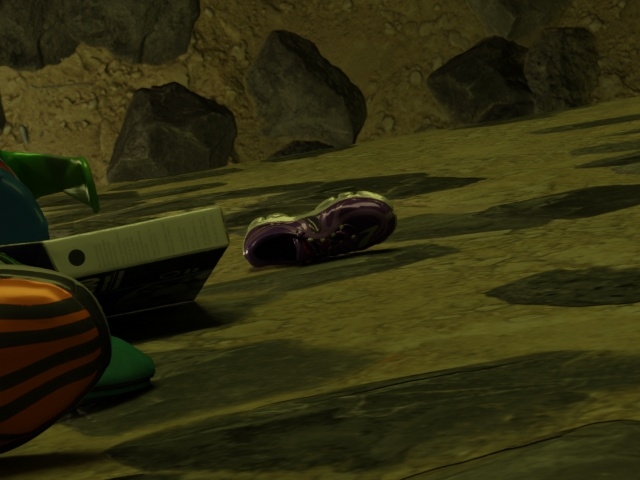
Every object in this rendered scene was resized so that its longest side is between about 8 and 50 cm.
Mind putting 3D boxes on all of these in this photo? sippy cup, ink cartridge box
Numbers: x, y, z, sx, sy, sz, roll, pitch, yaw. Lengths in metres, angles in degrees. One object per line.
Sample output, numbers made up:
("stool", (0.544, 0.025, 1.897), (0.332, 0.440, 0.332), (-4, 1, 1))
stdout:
("sippy cup", (-0.385, -0.009, 1.759), (0.305, 0.240, 0.224), (-53, 31, -9))
("ink cartridge box", (-0.201, 0.032, 1.586), (0.208, 0.045, 0.206), (-10, -13, -15))

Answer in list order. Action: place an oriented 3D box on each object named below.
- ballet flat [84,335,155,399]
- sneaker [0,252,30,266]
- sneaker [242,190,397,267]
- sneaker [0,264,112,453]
("ballet flat", (-0.219, 0.085, 1.227), (0.247, 0.087, 0.083), (-14, 8, -41))
("sneaker", (-0.326, 0.067, 1.480), (0.146, 0.134, 0.343), (9, -2, -29))
("sneaker", (0.000, 0.000, 1.865), (0.170, 0.068, 0.071), (-16, 21, 9))
("sneaker", (-0.287, 0.112, 1.044), (0.321, 0.124, 0.180), (-18, 9, 9))
